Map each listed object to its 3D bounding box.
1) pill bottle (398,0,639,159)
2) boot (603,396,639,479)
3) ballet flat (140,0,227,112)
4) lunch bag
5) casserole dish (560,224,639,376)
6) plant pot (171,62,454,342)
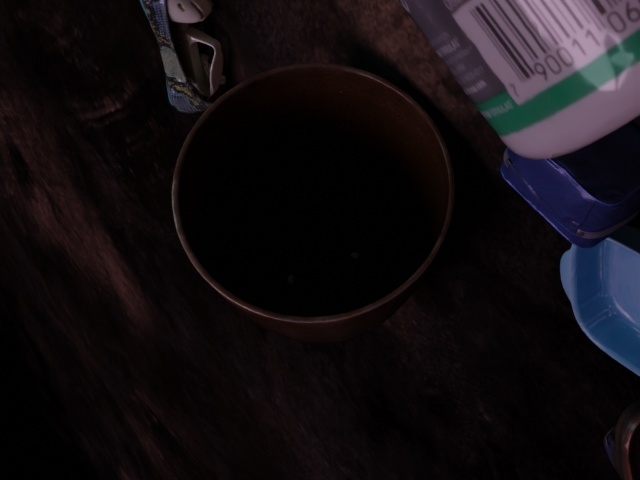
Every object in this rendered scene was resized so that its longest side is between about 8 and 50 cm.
[{"bbox_3d":[0.066,-0.233,0.542,0.361,0.204,0.204,53,157,-5],"label":"pill bottle"},{"bbox_3d":[0.225,0.151,0.855,0.106,0.082,0.219,44,176,45],"label":"boot"},{"bbox_3d":[-0.127,-0.206,1.178,0.070,0.070,0.188,35,150,41],"label":"ballet flat"},{"bbox_3d":[0.164,-0.048,0.791,0.098,0.067,0.065,48,154,21],"label":"lunch bag"},{"bbox_3d":[0.240,0.054,0.811,0.188,0.037,0.114,36,149,41],"label":"casserole dish"},{"bbox_3d":[0.000,0.000,1.033,0.215,0.215,0.230,49,169,18],"label":"plant pot"}]
